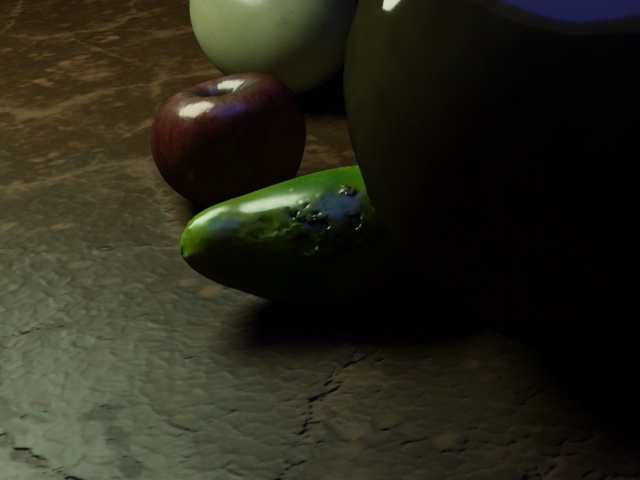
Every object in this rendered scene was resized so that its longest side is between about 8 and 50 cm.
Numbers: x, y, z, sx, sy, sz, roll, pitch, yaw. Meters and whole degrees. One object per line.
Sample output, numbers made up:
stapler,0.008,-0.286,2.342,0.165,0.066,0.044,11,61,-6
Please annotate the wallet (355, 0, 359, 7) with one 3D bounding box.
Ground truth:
wallet,0.093,-0.289,1.803,0.111,0.166,0.030,6,59,22

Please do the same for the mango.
mango,0.000,0.000,1.238,0.233,0.111,0.125,-8,18,-9

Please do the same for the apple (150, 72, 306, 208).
apple,-0.089,-0.096,1.459,0.153,0.120,0.153,-10,22,4

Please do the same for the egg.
egg,-0.052,-0.264,1.736,0.188,0.188,0.254,-13,35,-15

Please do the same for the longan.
longan,0.217,-0.099,1.096,0.404,0.404,0.336,0,4,14
